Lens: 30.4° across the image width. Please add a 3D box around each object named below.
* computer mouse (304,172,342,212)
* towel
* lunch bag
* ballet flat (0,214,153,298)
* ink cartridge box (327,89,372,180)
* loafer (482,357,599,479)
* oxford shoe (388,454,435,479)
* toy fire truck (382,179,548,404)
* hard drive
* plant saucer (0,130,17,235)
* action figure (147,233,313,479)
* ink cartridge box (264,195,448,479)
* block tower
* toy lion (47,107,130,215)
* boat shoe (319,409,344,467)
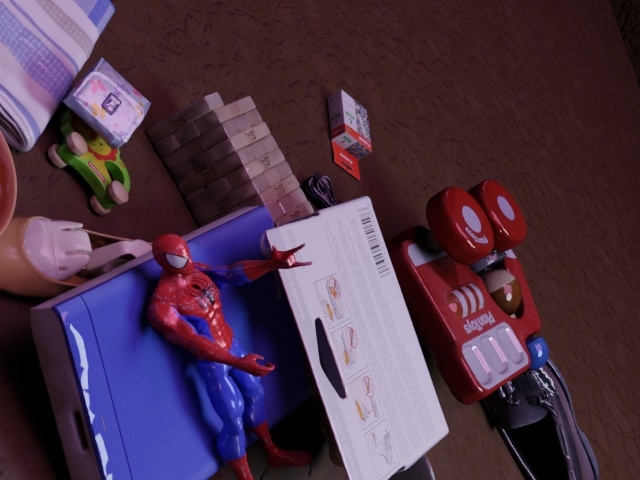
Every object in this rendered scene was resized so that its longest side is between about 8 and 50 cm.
[{"bbox_3d":[0.000,0.000,1.447,0.106,0.042,0.193,58,24,-19],"label":"computer mouse"},{"bbox_3d":[-0.307,-0.235,1.151,0.209,0.034,0.285,49,32,-25],"label":"towel"},{"bbox_3d":[-0.209,-0.132,1.155,0.071,0.053,0.083,44,22,-16],"label":"lunch bag"},{"bbox_3d":[-0.213,0.012,1.058,0.232,0.073,0.080,13,57,-54],"label":"ballet flat"},{"bbox_3d":[0.042,-0.147,1.642,0.063,0.029,0.115,33,40,-42],"label":"ink cartridge box"},{"bbox_3d":[0.301,0.256,1.658,0.302,0.109,0.095,58,33,-15],"label":"loafer"},{"bbox_3d":[0.107,0.299,1.364,0.212,0.076,0.076,61,-1,1],"label":"oxford shoe"},{"bbox_3d":[0.196,0.072,1.545,0.302,0.169,0.254,-13,73,-59],"label":"toy fire truck"},{"bbox_3d":[-0.121,0.109,1.078,0.318,0.040,0.210,-30,111,-57],"label":"hard drive"},{"bbox_3d":[-0.337,-0.067,0.946,0.200,0.037,0.200,34,37,-32],"label":"plant saucer"},{"bbox_3d":[-0.054,0.107,1.025,0.280,0.139,0.091,65,35,-26],"label":"action figure"},{"bbox_3d":[0.024,0.106,1.186,0.239,0.060,0.275,-19,91,-61],"label":"ink cartridge box"},{"bbox_3d":[-0.057,-0.001,1.303,0.335,0.091,0.097,61,28,-4],"label":"block tower"},{"bbox_3d":[-0.224,-0.086,1.170,0.100,0.034,0.096,52,23,-19],"label":"toy lion"},{"bbox_3d":[0.023,0.203,1.310,0.050,0.045,0.135,58,25,-25],"label":"boat shoe"}]
